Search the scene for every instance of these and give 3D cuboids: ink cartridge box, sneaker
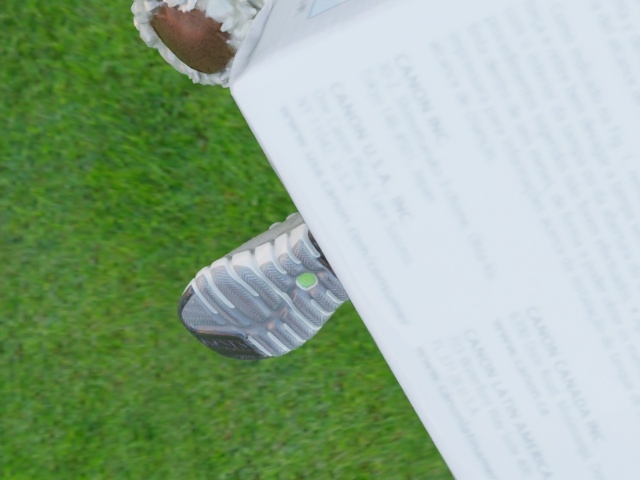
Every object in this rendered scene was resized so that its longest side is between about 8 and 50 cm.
[{"bbox_3d":[0.210,-0.011,0.492,0.385,0.091,0.308,-22,113,19],"label":"ink cartridge box"},{"bbox_3d":[0.000,0.000,1.115,0.228,0.132,0.086,-28,111,40],"label":"sneaker"}]

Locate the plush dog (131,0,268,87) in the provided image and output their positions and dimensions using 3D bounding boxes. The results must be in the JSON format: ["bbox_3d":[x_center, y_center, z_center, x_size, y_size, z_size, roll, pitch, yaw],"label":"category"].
[{"bbox_3d":[0.034,-0.207,0.866,0.262,0.225,0.211,-33,57,30],"label":"plush dog"}]
